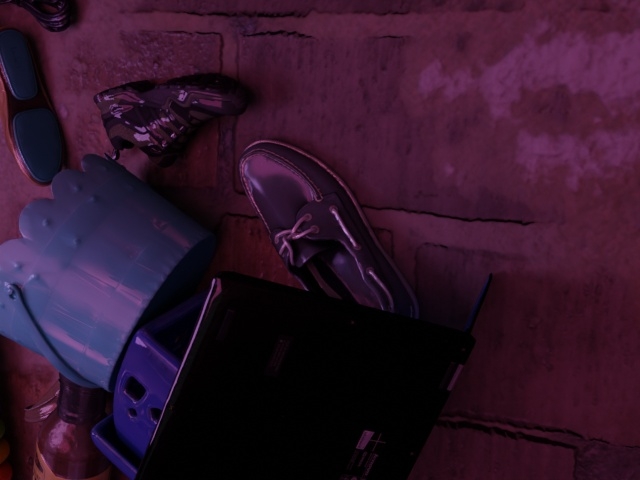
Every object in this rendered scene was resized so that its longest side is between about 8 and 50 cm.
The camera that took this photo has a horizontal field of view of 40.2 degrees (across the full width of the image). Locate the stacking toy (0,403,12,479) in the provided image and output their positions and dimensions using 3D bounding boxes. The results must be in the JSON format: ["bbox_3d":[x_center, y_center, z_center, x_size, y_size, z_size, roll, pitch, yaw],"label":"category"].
[{"bbox_3d":[-0.534,0.308,1.337,0.141,0.141,0.330,-12,98,22],"label":"stacking toy"}]

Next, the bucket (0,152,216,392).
[{"bbox_3d":[-0.275,0.047,1.119,0.183,0.281,0.281,32,108,5],"label":"bucket"}]

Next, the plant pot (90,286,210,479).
[{"bbox_3d":[-0.132,0.221,1.114,0.236,0.236,0.212,39,115,11],"label":"plant pot"}]

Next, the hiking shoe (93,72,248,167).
[{"bbox_3d":[-0.190,-0.157,1.164,0.227,0.086,0.114,1,112,26],"label":"hiking shoe"}]

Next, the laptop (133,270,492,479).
[{"bbox_3d":[-0.006,0.201,0.944,0.408,0.236,0.382,16,107,-23],"label":"laptop"}]

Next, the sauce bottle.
[{"bbox_3d":[-0.353,0.317,1.253,0.111,0.111,0.344,21,112,17],"label":"sauce bottle"}]

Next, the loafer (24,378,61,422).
[{"bbox_3d":[-0.381,0.228,1.304,0.148,0.056,0.050,-24,89,13],"label":"loafer"}]

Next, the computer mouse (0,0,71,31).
[{"bbox_3d":[-0.387,-0.443,1.196,0.188,0.072,0.272,27,119,13],"label":"computer mouse"}]

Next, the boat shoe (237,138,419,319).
[{"bbox_3d":[0.000,0.000,1.094,0.116,0.099,0.319,-41,83,22],"label":"boat shoe"}]

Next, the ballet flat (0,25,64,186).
[{"bbox_3d":[-0.426,-0.187,1.255,0.073,0.080,0.232,-11,92,50],"label":"ballet flat"}]
